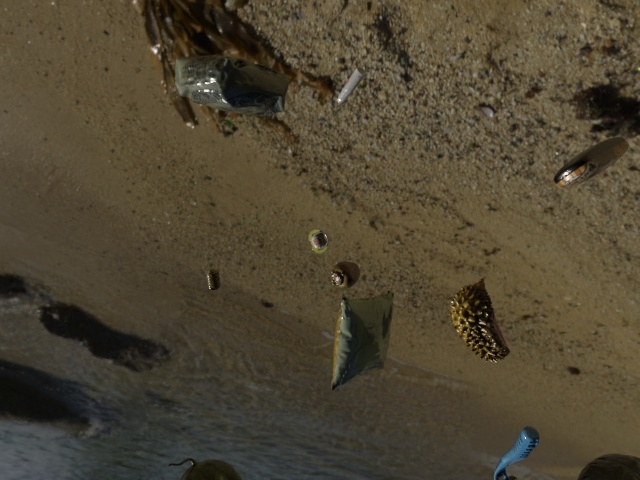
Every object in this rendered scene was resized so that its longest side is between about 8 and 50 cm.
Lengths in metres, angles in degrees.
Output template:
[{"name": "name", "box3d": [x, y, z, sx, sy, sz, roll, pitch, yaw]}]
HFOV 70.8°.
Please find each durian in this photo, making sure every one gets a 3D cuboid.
[{"name": "durian", "box3d": [0.636, 0.335, 1.807, 0.191, 0.341, 0.112, -16, 174, -5]}]

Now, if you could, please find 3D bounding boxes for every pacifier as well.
[{"name": "pacifier", "box3d": [0.000, 0.000, 1.530, 0.068, 0.064, 0.083, -25, 86, 17]}]

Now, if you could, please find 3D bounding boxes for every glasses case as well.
[{"name": "glasses case", "box3d": [0.825, -0.238, 1.369, 0.321, 0.082, 0.122, -24, 167, -32]}]

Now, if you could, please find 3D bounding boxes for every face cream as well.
[{"name": "face cream", "box3d": [0.092, -0.477, 1.400, 0.034, 0.034, 0.130, 24, 138, -17]}]

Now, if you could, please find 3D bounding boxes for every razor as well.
[{"name": "razor", "box3d": [0.392, 0.450, 0.919, 0.082, 0.042, 0.253, -25, 138, -24]}]

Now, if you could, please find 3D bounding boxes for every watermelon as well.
[{"name": "watermelon", "box3d": [-0.276, 0.682, 1.196, 0.127, 0.232, 0.204, -33, 152, 25]}]

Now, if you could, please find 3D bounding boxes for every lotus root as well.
[{"name": "lotus root", "box3d": [0.114, 0.129, 1.830, 0.095, 0.191, 0.108, -22, 91, 32]}]

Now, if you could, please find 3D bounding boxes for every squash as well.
[{"name": "squash", "box3d": [0.692, 0.609, 1.002, 0.252, 0.252, 0.165, 23, 157, -17]}]

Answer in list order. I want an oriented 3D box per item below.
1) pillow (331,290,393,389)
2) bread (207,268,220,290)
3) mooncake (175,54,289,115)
[{"name": "pillow", "box3d": [0.152, 0.338, 1.582, 0.119, 0.312, 0.310, 7, -175, 38]}, {"name": "bread", "box3d": [-0.408, 0.151, 1.730, 0.049, 0.034, 0.087, -12, 116, -27]}, {"name": "mooncake", "box3d": [-0.246, -0.427, 1.257, 0.255, 0.136, 0.250, 17, -165, 39]}]
